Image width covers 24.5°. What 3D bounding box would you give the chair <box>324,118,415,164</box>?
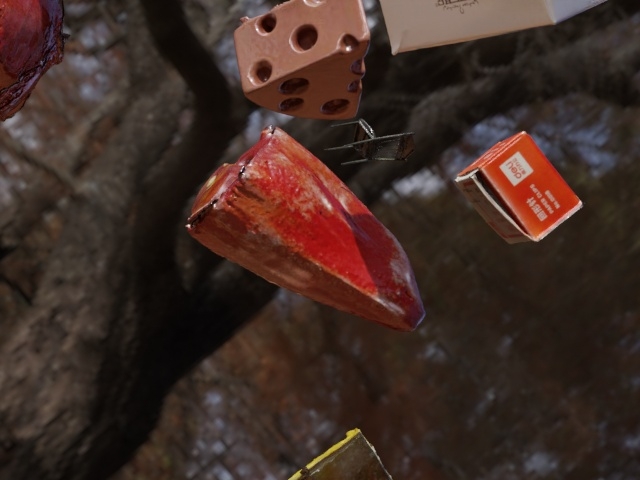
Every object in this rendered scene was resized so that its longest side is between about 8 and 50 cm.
[{"bbox_3d":[0.050,-0.100,1.493,0.042,0.086,0.037,55,-38,43],"label":"chair"}]

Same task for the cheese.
[{"bbox_3d":[0.004,-0.262,2.126,0.177,0.203,0.128,38,34,-58],"label":"cheese"}]

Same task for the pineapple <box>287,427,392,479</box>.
[{"bbox_3d":[0.046,0.283,1.603,0.236,0.114,0.186,37,-16,51],"label":"pineapple"}]

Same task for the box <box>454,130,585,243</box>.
[{"bbox_3d":[0.267,-0.067,2.034,0.133,0.099,0.182,50,-4,-3],"label":"box"}]

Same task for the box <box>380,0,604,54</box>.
[{"bbox_3d":[0.212,-0.277,1.389,0.203,0.274,0.116,-1,-69,48],"label":"box"}]

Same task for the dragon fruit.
[{"bbox_3d":[-0.477,-0.298,1.922,0.295,0.302,0.295,14,4,-1],"label":"dragon fruit"}]

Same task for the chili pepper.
[{"bbox_3d":[0.000,0.000,1.466,0.252,0.136,0.144,35,1,-8],"label":"chili pepper"}]
